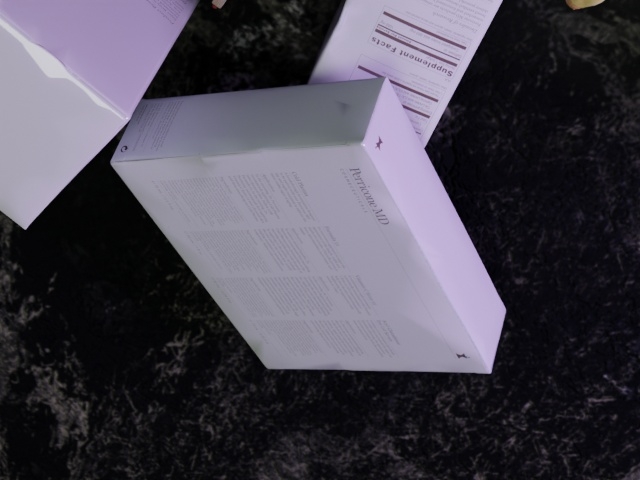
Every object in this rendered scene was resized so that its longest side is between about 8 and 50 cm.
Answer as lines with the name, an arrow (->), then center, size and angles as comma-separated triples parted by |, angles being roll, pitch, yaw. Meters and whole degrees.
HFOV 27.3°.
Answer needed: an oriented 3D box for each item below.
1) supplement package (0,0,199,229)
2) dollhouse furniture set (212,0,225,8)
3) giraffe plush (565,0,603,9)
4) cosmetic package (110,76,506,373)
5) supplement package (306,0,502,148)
supplement package -> -0.262, -0.186, 1.282 | 0.177, 0.293, 0.175 | 40, 120, -14
dollhouse furniture set -> -0.126, -0.289, 1.255 | 0.129, 0.184, 0.129 | 32, 123, -11
giraffe plush -> 0.308, -0.309, 1.185 | 0.170, 0.210, 0.181 | -5, 157, -14
cosmetic package -> 0.000, 0.000, 1.375 | 0.284, 0.097, 0.377 | 0, 142, 29
supplement package -> 0.089, -0.224, 1.285 | 0.133, 0.139, 0.244 | 23, 126, -5
